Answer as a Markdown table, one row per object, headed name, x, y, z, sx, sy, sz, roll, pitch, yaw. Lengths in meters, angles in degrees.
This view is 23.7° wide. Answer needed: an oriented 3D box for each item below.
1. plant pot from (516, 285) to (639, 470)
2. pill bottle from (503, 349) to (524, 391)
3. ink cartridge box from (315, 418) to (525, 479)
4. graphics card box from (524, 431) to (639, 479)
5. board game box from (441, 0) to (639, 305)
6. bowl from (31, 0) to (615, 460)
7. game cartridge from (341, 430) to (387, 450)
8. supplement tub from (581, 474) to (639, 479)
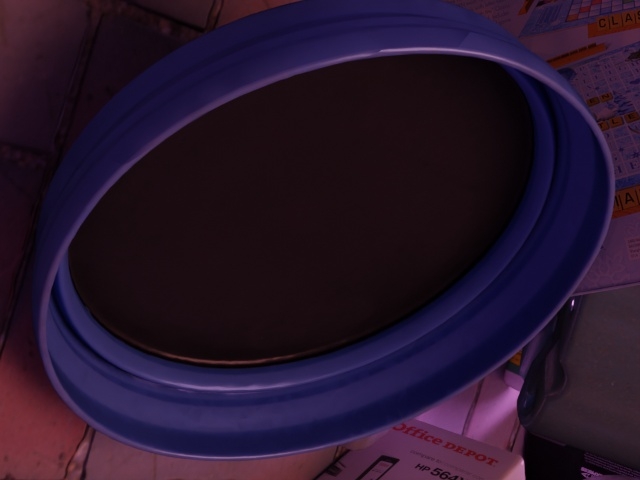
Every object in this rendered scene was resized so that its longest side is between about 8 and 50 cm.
| name | x | y | z | sx | sy | sz | roll | pitch | yaw |
| --- | --- | --- | --- | --- | --- | --- | --- | --- | --- |
| plant pot | 0.366 | 0.085 | 1.351 | 0.341 | 0.334 | 0.341 | 15 | 90 | -90 |
| pill bottle | 0.272 | 0.066 | 1.559 | 0.118 | 0.118 | 0.208 | 18 | 91 | -55 |
| ink cartridge box | 0.067 | 0.252 | 1.338 | 0.203 | 0.148 | 0.085 | -37 | 131 | -40 |
| graphics card box | 0.329 | 0.360 | 1.674 | 0.094 | 0.233 | 0.370 | -22 | 122 | -49 |
| board game box | 0.204 | -0.123 | 1.113 | 0.066 | 0.319 | 0.317 | -9 | 88 | -54 |
| bowl | 0.000 | 0.000 | 1.012 | 0.391 | 0.077 | 0.391 | -13 | 141 | -11 |
| game cartridge | 0.116 | 0.050 | 1.330 | 0.297 | 0.062 | 0.198 | -42 | 157 | -31 |
| supplement tub | 0.223 | 0.348 | 1.328 | 0.272 | 0.191 | 0.191 | -36 | 132 | -41 |
